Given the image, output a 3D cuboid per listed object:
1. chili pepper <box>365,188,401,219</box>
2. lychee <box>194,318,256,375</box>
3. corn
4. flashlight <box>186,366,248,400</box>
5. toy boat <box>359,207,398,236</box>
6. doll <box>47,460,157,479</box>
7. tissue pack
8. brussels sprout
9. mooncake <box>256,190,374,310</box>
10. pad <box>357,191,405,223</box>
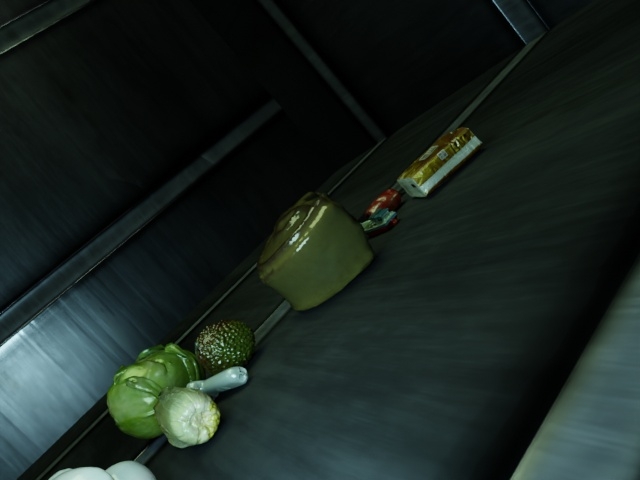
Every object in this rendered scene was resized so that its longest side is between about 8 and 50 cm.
[{"bbox_3d":[0.201,-0.108,1.836,0.123,0.070,0.073,-46,-7,-16],"label":"chili pepper"},{"bbox_3d":[-0.257,0.294,1.592,0.171,0.171,0.171,-40,9,8],"label":"lychee"},{"bbox_3d":[-0.327,0.413,1.380,0.122,0.123,0.305,-48,10,-28],"label":"corn"},{"bbox_3d":[-0.262,0.371,1.487,0.201,0.093,0.047,-28,52,33],"label":"flashlight"},{"bbox_3d":[0.167,-0.055,1.740,0.069,0.058,0.173,-45,10,-24],"label":"toy boat"},{"bbox_3d":[-0.401,0.502,1.096,0.221,0.221,0.250,-50,-21,-44],"label":"doll"},{"bbox_3d":[0.348,-0.227,1.712,0.226,0.092,0.183,-44,10,-2],"label":"tissue pack"},{"bbox_3d":[-0.467,0.421,1.639,0.294,0.227,0.259,-45,-8,27],"label":"brussels sprout"},{"bbox_3d":[0.000,0.000,1.638,0.394,0.246,0.393,-36,16,50],"label":"mooncake"},{"bbox_3d":[0.186,-0.095,2.026,0.170,0.006,0.245,-43,9,-19],"label":"pad"}]
